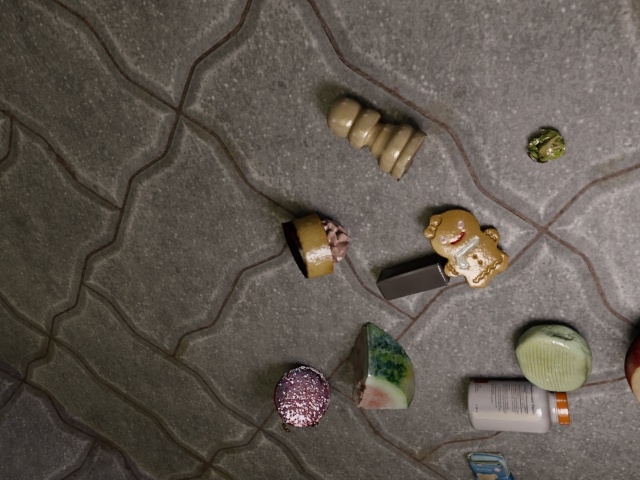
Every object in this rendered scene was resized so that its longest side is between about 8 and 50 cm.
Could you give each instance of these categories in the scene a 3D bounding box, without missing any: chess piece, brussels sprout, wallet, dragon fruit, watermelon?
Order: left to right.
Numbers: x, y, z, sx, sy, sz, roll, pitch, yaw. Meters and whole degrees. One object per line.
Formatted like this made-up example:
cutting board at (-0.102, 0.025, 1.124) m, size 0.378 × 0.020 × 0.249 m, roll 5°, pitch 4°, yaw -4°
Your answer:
dragon fruit at (-0.081, 0.596, 1.869) m, size 0.148 × 0.218 × 0.224 m, roll 135°, pitch 126°, yaw -66°
chess piece at (0.132, -0.277, 1.283) m, size 0.260 × 0.143 × 0.143 m, roll 31°, pitch 126°, yaw 7°
watermelon at (0.199, 0.449, 1.697) m, size 0.231 × 0.193 × 0.310 m, roll -27°, pitch 121°, yaw 12°
wallet at (0.637, 0.869, 1.807) m, size 0.141 × 0.059 × 0.202 m, roll -13°, pitch 112°, yaw 35°
brussels sprout at (0.546, -0.223, 1.192) m, size 0.085 × 0.058 × 0.085 m, roll 22°, pitch 131°, yaw 28°

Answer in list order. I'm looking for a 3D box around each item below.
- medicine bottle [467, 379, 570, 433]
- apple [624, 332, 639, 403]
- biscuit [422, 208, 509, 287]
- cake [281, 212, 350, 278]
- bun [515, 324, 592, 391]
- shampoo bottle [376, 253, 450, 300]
medicine bottle at (0.621, 0.522, 1.544) m, size 0.288 × 0.157 × 0.157 m, roll -7°, pitch 116°, yaw 24°
apple at (0.983, 0.327, 1.210) m, size 0.364 × 0.295 × 0.329 m, roll 33°, pitch 159°, yaw 2°
biscuit at (0.402, 0.014, 1.361) m, size 0.184 × 0.035 × 0.249 m, roll -41°, pitch 91°, yaw 8°
cake at (0.000, 0.000, 1.481) m, size 0.178 × 0.185 × 0.208 m, roll -27°, pitch 85°, yaw -11°
bun at (0.684, 0.333, 1.439) m, size 0.221 × 0.108 × 0.221 m, roll 16°, pitch 128°, yaw 21°
shampoo bottle at (0.294, 0.106, 1.471) m, size 0.246 × 0.080 × 0.079 m, roll -20°, pitch 110°, yaw 30°
